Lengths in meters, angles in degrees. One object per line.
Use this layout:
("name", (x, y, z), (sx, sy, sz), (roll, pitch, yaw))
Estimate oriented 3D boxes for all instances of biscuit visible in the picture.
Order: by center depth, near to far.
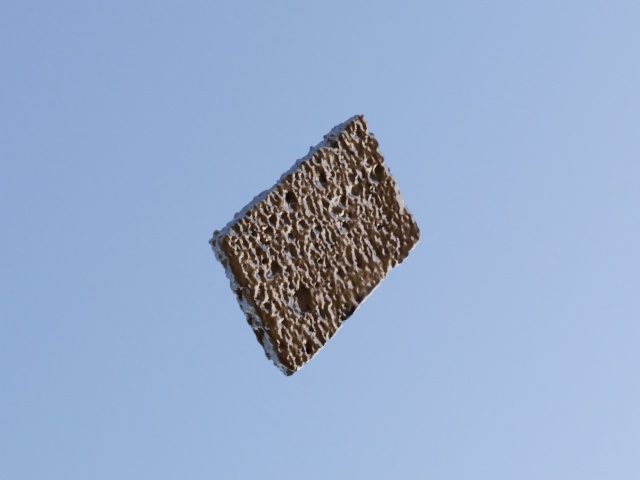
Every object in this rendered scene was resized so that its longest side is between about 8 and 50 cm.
("biscuit", (0.000, 0.000, 1.243), (0.231, 0.025, 0.131), (-42, -69, -47))
